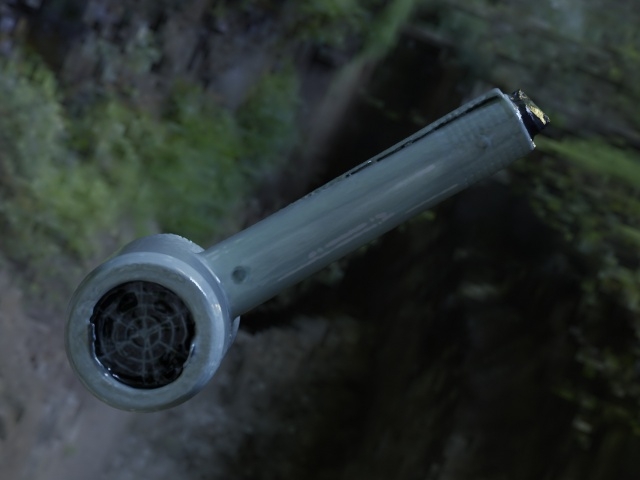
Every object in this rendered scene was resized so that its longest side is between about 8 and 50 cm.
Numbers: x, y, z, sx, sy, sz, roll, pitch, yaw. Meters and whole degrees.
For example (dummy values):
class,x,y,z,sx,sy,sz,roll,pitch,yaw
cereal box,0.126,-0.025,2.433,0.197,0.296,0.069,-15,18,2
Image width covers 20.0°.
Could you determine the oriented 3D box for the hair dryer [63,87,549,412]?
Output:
class,x,y,z,sx,sy,sz,roll,pitch,yaw
hair dryer,0.000,0.000,0.816,0.236,0.073,0.131,-26,-177,0
